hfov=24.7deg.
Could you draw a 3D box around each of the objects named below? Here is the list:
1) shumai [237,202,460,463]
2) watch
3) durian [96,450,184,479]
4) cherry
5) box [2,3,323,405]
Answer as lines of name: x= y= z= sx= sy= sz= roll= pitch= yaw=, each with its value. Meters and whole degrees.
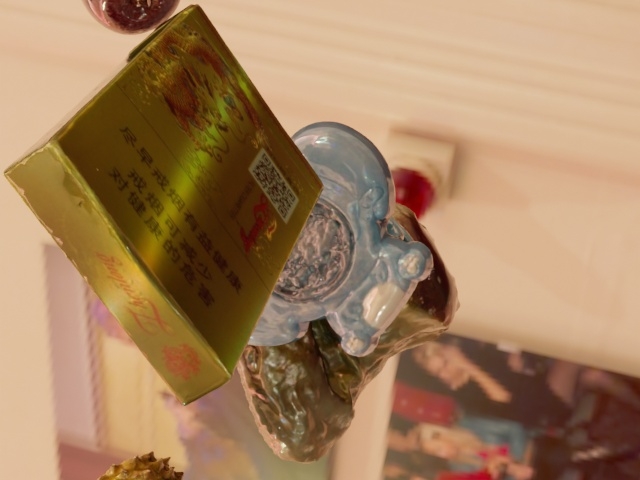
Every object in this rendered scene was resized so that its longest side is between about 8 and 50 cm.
shumai: x=0.014 y=0.063 z=1.618 sx=0.304 sy=0.263 sz=0.309 roll=-118 pitch=8 yaw=-76
watch: x=0.000 y=0.000 z=1.300 sx=0.193 sy=0.211 sz=0.211 roll=-54 pitch=-25 yaw=-79
durian: x=-0.195 y=0.304 z=1.496 sx=0.165 sy=0.132 sz=0.182 roll=-93 pitch=-22 yaw=-51
cherry: x=-0.195 y=-0.298 z=1.459 sx=0.188 sy=0.115 sz=0.148 roll=83 pitch=-157 yaw=-56
box: x=-0.085 y=-0.038 z=0.948 sx=0.173 sy=0.043 sz=0.311 roll=55 pitch=-158 yaw=-14
